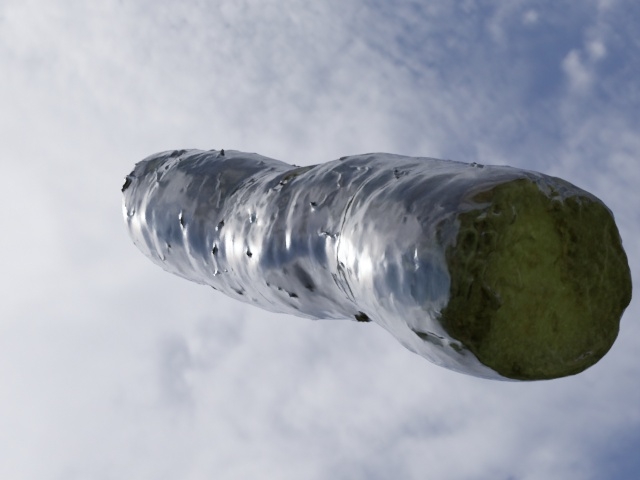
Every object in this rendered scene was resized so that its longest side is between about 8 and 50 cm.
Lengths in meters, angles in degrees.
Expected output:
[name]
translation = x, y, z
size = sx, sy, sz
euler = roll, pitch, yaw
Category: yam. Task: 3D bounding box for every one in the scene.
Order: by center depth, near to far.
[yam]
translation = 0.000, 0.000, 0.449
size = 0.061, 0.253, 0.061
euler = -3, -84, -27
